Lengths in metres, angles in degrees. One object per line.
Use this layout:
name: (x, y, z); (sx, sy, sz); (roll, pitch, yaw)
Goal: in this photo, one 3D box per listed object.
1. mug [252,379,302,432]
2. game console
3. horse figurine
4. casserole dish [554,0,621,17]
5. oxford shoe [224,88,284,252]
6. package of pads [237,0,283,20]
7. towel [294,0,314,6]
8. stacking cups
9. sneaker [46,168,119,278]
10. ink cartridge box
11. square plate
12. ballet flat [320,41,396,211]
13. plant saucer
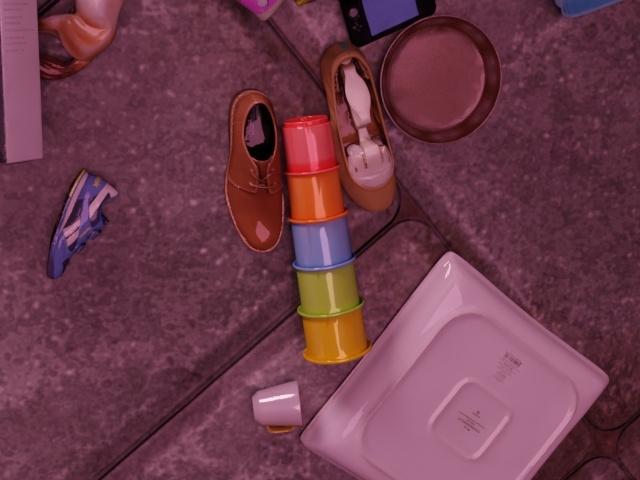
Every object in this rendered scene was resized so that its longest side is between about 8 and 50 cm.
mug: (-0.059, 0.232, 1.353); (0.064, 0.062, 0.078); (-6, 99, -4)
game console: (0.092, -0.297, 1.236); (0.122, 0.071, 0.107); (-25, 127, -6)
horse figurine: (-0.281, -0.285, 1.148); (0.174, 0.066, 0.263); (24, 114, -17)
casserole dish: (0.382, -0.361, 1.300); (0.188, 0.037, 0.114); (-21, 147, -7)
oxford shoe: (-0.081, -0.081, 1.261); (0.076, 0.076, 0.212); (-9, 107, -13)
package of pads: (-0.063, -0.410, 1.089); (0.229, 0.101, 0.296); (36, 134, -18)
towel: (0.077, -0.339, 1.178); (0.237, 0.102, 0.021); (-29, 89, -32)
stacking cups: (0.000, 0.000, 1.288); (0.096, 0.096, 0.316); (-12, 106, -11)
sneaker: (-0.298, -0.014, 1.235); (0.059, 0.053, 0.144); (21, 99, -20)
ink cartridge box: (-0.390, -0.257, 1.101); (0.165, 0.065, 0.333); (8, 104, 29)
square plate: (0.205, 0.247, 1.426); (0.347, 0.049, 0.344); (37, 93, -19)
ballet flat: (0.050, -0.138, 1.278); (0.080, 0.073, 0.232); (-20, 108, -7)
plant saucer: (0.155, -0.211, 1.309); (0.168, 0.029, 0.169); (-3, 105, -13)
